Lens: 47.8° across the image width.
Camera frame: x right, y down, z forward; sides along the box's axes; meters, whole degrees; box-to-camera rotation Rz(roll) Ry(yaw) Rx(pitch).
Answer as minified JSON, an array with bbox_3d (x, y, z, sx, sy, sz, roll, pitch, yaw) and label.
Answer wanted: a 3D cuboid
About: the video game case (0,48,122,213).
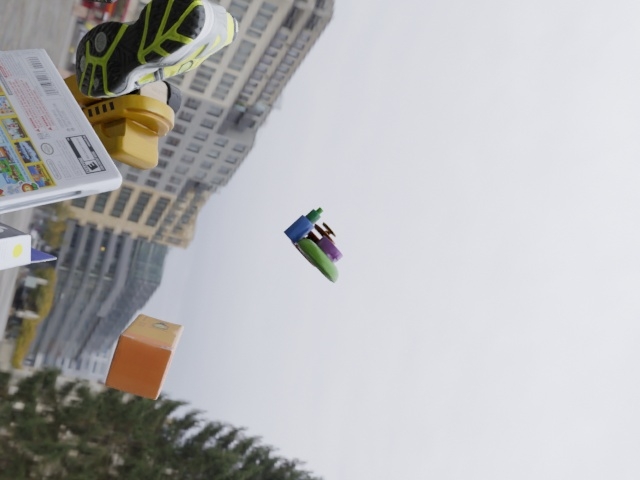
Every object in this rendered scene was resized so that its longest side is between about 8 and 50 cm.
[{"bbox_3d":[-0.373,-0.131,0.837,0.227,0.206,0.026,56,-44,18],"label":"video game case"}]

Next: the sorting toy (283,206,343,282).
[{"bbox_3d":[0.000,0.000,0.686,0.042,0.061,0.102,-43,-163,-4],"label":"sorting toy"}]

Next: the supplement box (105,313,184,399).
[{"bbox_3d":[-0.254,0.164,1.067,0.233,0.078,0.080,-155,-97,-83],"label":"supplement box"}]

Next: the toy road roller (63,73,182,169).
[{"bbox_3d":[-0.523,-0.297,1.832,0.329,0.202,0.241,-9,-108,29],"label":"toy road roller"}]

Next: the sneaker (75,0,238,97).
[{"bbox_3d":[-0.318,-0.348,1.364,0.384,0.147,0.145,-6,-93,36],"label":"sneaker"}]

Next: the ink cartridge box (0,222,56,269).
[{"bbox_3d":[-0.614,-0.029,1.099,0.307,0.303,0.072,-26,135,-71],"label":"ink cartridge box"}]

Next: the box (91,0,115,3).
[{"bbox_3d":[-0.416,-0.495,1.390,0.083,0.052,0.062,20,-128,34],"label":"box"}]
